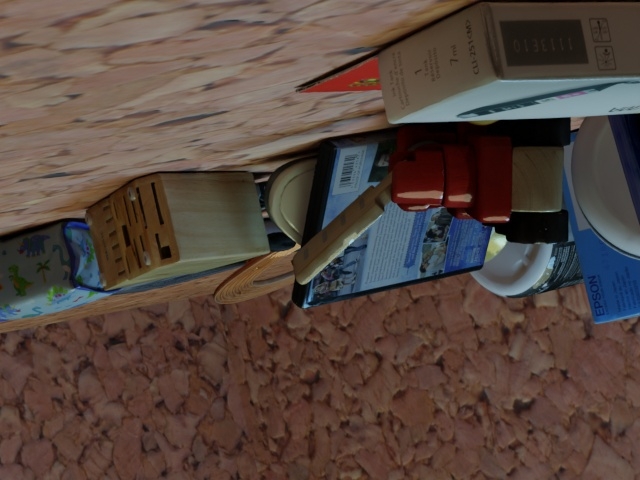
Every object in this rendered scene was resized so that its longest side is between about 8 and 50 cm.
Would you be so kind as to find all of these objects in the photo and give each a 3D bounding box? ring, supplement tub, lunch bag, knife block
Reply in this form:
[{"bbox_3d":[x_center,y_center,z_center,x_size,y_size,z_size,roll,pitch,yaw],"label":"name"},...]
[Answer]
[{"bbox_3d":[0.000,0.000,2.504,0.336,0.032,0.336,-25,170,-5],"label":"ring"},{"bbox_3d":[0.365,-0.072,1.936,0.191,0.191,0.272,-14,177,8],"label":"supplement tub"},{"bbox_3d":[-0.288,0.036,1.961,0.129,0.096,0.151,-15,167,19],"label":"lunch bag"},{"bbox_3d":[-0.102,-0.021,1.828,0.242,0.088,0.275,-13,176,-23],"label":"knife block"},{"bbox_3d":[0.360,-0.032,2.613,0.316,0.194,0.193,-10,176,-44],"label":"supplement tub"}]

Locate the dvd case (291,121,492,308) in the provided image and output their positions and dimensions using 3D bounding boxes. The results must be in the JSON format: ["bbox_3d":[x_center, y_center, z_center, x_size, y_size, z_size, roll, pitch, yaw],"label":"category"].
[{"bbox_3d":[0.087,-0.032,1.840,0.253,0.180,0.022,-11,-146,-38],"label":"dvd case"}]

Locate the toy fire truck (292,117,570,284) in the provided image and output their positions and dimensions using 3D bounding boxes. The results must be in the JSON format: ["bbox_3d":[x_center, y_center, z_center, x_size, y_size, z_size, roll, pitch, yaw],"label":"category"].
[{"bbox_3d":[0.096,-0.044,1.690,0.246,0.158,0.217,0,-173,-4],"label":"toy fire truck"}]

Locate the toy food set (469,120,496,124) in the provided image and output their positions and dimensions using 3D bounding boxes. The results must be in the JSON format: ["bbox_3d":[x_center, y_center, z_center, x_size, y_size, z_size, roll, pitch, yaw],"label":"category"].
[{"bbox_3d":[0.179,-0.127,1.577,0.132,0.038,0.192,-13,177,-10],"label":"toy food set"}]

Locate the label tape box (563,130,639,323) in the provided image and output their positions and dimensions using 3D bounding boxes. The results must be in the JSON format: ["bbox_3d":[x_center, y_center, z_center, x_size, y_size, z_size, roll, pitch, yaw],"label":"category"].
[{"bbox_3d":[0.444,-0.033,2.422,0.115,0.249,0.347,-15,176,27],"label":"label tape box"}]

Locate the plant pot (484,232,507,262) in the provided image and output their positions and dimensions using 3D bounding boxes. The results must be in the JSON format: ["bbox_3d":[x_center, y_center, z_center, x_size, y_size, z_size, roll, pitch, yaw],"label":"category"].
[{"bbox_3d":[0.189,-0.047,2.406,0.095,0.134,0.134,19,161,-27],"label":"plant pot"}]

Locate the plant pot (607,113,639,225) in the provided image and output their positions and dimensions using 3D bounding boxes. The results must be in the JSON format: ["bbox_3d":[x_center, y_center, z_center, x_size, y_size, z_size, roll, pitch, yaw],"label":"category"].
[{"bbox_3d":[0.391,-0.093,1.435,0.212,0.236,0.236,-18,180,-34],"label":"plant pot"}]

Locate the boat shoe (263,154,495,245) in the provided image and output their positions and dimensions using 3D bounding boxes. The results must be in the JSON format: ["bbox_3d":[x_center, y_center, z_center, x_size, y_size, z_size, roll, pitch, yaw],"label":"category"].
[{"bbox_3d":[0.051,-0.041,1.899,0.319,0.116,0.099,2,-163,-42],"label":"boat shoe"}]

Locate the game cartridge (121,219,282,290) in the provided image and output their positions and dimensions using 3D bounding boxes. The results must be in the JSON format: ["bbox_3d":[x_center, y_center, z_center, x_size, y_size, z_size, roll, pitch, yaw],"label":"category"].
[{"bbox_3d":[-0.174,0.023,2.612,0.294,0.060,0.196,-15,180,23],"label":"game cartridge"}]

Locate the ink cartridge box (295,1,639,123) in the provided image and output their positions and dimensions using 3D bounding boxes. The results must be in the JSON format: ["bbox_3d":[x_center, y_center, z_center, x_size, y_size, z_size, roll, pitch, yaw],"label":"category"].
[{"bbox_3d":[0.157,-0.116,1.318,0.275,0.060,0.239,-5,172,-33],"label":"ink cartridge box"}]
